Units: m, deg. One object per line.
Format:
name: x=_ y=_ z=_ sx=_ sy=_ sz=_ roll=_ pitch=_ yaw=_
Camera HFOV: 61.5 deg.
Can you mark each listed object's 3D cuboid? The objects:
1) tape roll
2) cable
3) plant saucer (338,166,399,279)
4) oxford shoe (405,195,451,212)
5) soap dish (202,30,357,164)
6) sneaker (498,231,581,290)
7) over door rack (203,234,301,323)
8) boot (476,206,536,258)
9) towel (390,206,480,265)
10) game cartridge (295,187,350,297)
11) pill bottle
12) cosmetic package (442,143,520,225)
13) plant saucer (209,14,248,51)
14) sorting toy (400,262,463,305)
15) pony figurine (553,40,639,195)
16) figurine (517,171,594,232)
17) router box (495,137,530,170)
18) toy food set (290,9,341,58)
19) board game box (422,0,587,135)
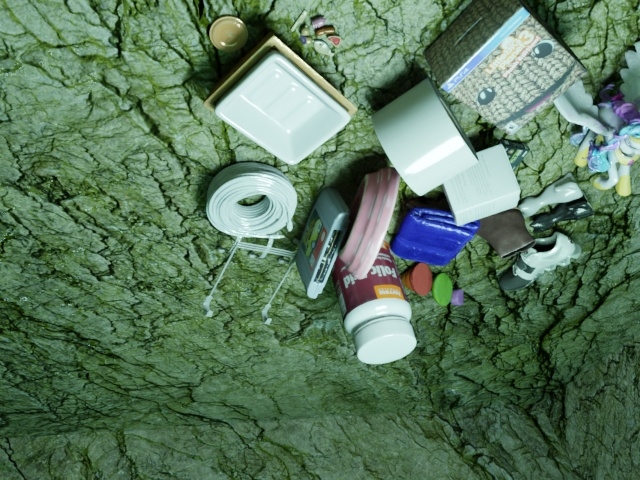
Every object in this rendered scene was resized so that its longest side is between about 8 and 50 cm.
tape roll: x=0.262 y=-0.259 z=1.354 sx=0.169 sy=0.246 sz=0.246 roll=-30 pitch=139 yaw=21
cable: x=-0.195 y=-0.112 z=1.529 sx=0.257 sy=0.089 sz=0.257 roll=0 pitch=140 yaw=-16
plant saucer: x=0.128 y=-0.057 z=1.524 sx=0.084 sy=0.332 sz=0.332 roll=18 pitch=137 yaw=-3
oxford shoe: x=0.383 y=-0.107 z=1.731 sx=0.227 sy=0.083 sz=0.096 roll=12 pitch=103 yaw=-15
soap dish: x=-0.091 y=-0.328 z=1.262 sx=0.229 sy=0.118 sz=0.291 roll=-35 pitch=137 yaw=25
sneaker: x=0.800 y=0.069 z=2.053 sx=0.146 sy=0.122 sz=0.330 roll=36 pitch=124 yaw=-24
over door rack: x=-0.228 y=0.108 z=1.756 sx=0.240 sy=0.108 sz=0.324 roll=12 pitch=115 yaw=-30
boot: x=0.548 y=-0.027 z=1.761 sx=0.248 sy=0.206 sz=0.090 roll=-22 pitch=141 yaw=11
towel: x=0.361 y=-0.002 z=1.740 sx=0.228 sy=0.076 sz=0.308 roll=8 pitch=157 yaw=-1
game cartridge: x=0.000 y=0.000 z=1.612 sx=0.060 sy=0.196 sz=0.294 roll=12 pitch=116 yaw=-18
pill bottle: x=0.167 y=0.185 z=1.762 sx=0.224 sy=0.392 sz=0.224 roll=-9 pitch=142 yaw=-7
cosmetic package: x=0.449 y=-0.153 z=1.529 sx=0.184 sy=0.151 sz=0.151 roll=-19 pitch=163 yaw=11
plant saucer: x=-0.198 y=-0.446 z=1.165 sx=0.084 sy=0.013 sz=0.083 roll=-8 pitch=142 yaw=-6
sorting toy: x=0.420 y=0.186 z=2.106 sx=0.126 sy=0.127 sz=0.366 roll=-7 pitch=157 yaw=44
pony figurine: x=0.766 y=-0.311 z=1.410 sx=0.303 sy=0.351 sz=0.363 roll=-15 pitch=161 yaw=8
figurine: x=0.790 y=-0.114 z=1.830 sx=0.209 sy=0.092 sz=0.215 roll=-30 pitch=139 yaw=26
router box: x=0.556 y=-0.246 z=1.625 sx=0.092 sy=0.038 sz=0.122 roll=4 pitch=139 yaw=-22
toy food set: x=-0.001 y=-0.459 z=1.203 sx=0.122 sy=0.019 sz=0.078 roll=18 pitch=133 yaw=-34
board game box: x=0.438 y=-0.424 z=1.281 sx=0.291 sy=0.141 sz=0.232 roll=19 pitch=132 yaw=-35
